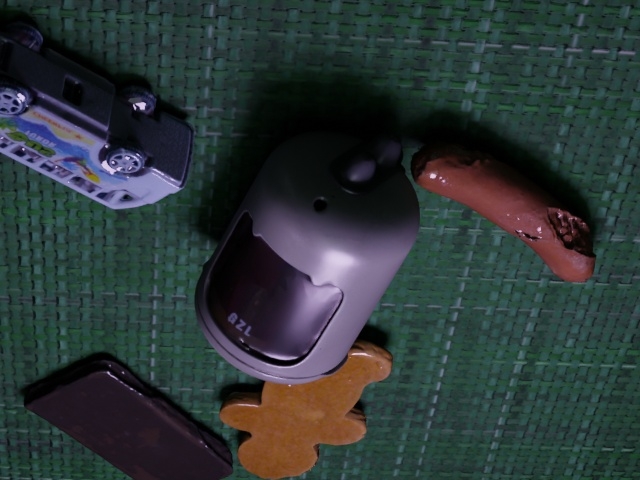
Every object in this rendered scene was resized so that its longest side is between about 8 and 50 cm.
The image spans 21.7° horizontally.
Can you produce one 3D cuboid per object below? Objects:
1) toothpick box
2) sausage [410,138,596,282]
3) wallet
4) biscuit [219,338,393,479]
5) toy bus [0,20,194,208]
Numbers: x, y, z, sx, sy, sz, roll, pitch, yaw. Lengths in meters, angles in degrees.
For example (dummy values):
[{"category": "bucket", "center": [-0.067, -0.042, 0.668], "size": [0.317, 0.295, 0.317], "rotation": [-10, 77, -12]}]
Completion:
[{"category": "toothpick box", "center": [0.000, 0.000, 2.010], "size": [0.229, 0.229, 0.316], "rotation": [15, 133, -18]}, {"category": "sausage", "center": [0.241, -0.038, 2.060], "size": [0.327, 0.079, 0.087], "rotation": [31, 128, -33]}, {"category": "wallet", "center": [-0.269, 0.275, 2.409], "size": [0.165, 0.042, 0.309], "rotation": [-26, 132, 26]}, {"category": "biscuit", "center": [-0.034, 0.234, 2.372], "size": [0.216, 0.047, 0.339], "rotation": [9, 139, -8]}, {"category": "toy bus", "center": [-0.309, -0.144, 1.904], "size": [0.330, 0.109, 0.136], "rotation": [29, 139, -29]}]
